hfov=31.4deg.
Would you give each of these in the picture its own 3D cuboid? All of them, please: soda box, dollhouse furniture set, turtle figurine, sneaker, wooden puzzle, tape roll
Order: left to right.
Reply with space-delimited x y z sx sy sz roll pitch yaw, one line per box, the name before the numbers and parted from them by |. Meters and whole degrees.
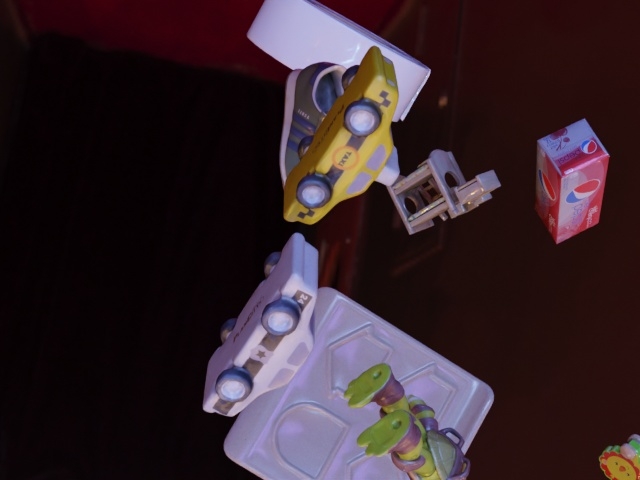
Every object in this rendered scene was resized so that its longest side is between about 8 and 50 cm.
sneaker | 0.001 -0.127 1.376 0.064 0.192 0.086 9 165 -40
tape roll | 0.029 -0.300 1.810 0.286 0.100 0.286 28 -168 -6
wooden puzzle | 0.063 0.295 1.868 0.348 0.322 0.080 31 168 -1
turtle figurine | 0.111 0.240 1.177 0.087 0.269 0.217 -21 131 19
dollhouse furniture set | 0.230 -0.106 1.841 0.161 0.101 0.182 -20 172 -43
soda box | 0.424 -0.095 1.937 0.092 0.083 0.263 -26 154 -2

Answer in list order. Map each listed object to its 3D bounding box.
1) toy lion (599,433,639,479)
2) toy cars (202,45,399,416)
toy lion | 0.456 0.333 1.651 0.100 0.034 0.096 40 141 17
toy cars | 0.000 0.000 1.129 0.087 0.393 0.176 26 167 -15
